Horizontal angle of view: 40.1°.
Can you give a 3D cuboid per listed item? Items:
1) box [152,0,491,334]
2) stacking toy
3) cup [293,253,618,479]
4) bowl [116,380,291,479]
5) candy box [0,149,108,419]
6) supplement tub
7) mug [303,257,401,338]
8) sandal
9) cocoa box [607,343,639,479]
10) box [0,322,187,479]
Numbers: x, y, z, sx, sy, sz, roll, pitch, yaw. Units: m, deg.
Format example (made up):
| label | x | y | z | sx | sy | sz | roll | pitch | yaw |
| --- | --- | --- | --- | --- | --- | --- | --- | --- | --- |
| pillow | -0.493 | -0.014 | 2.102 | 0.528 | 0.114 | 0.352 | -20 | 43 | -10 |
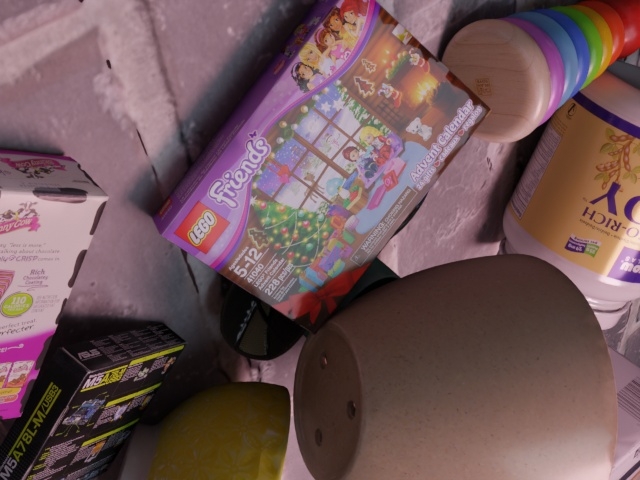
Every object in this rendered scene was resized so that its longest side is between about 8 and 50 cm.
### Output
| label | x | y | z | sx | sy | sz | roll | pitch | yaw |
| --- | --- | --- | --- | --- | --- | --- | --- | --- | --- |
| box | 0.004 | -0.076 | 0.859 | 0.201 | 0.057 | 0.293 | 35 | 95 | -27 |
| stacking toy | 0.294 | -0.233 | 1.073 | 0.330 | 0.141 | 0.141 | -29 | 142 | -39 |
| cup | 0.110 | 0.171 | 0.936 | 0.236 | 0.331 | 0.331 | 5 | 121 | -25 |
| bowl | -0.151 | 0.282 | 0.990 | 0.156 | 0.289 | 0.290 | 19 | 115 | -9 |
| candy box | -0.288 | 0.041 | 0.700 | 0.159 | 0.071 | 0.233 | 2 | 122 | -50 |
| supplement tub | 0.407 | -0.065 | 1.247 | 0.241 | 0.241 | 0.331 | -8 | 128 | -45 |
| mug | 0.017 | 0.080 | 1.068 | 0.158 | 0.097 | 0.129 | -55 | 147 | 9 |
| sandal | -0.002 | 0.000 | 0.980 | 0.303 | 0.120 | 0.086 | -48 | 178 | 2 |
| cocoa box | 0.379 | 0.349 | 1.446 | 0.347 | 0.231 | 0.228 | -30 | 141 | -29 |
| box | -0.234 | 0.175 | 0.871 | 0.184 | 0.045 | 0.190 | -59 | 165 | 12 |
